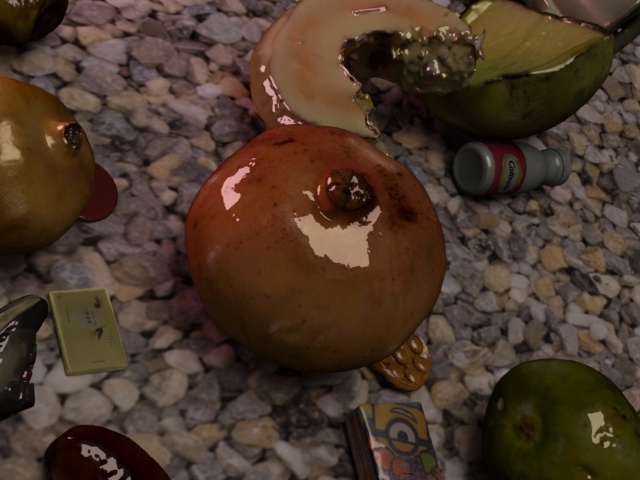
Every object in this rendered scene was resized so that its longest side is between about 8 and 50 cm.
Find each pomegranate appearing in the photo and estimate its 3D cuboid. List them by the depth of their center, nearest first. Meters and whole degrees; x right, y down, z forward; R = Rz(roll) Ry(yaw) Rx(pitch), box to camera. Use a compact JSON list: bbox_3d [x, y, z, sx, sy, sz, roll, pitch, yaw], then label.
[{"bbox_3d":[-0.379,-0.086,1.278,0.233,0.233,0.233,17,52,-23],"label":"pomegranate"},{"bbox_3d":[0.000,0.000,1.392,0.338,0.338,0.338,17,52,-23],"label":"pomegranate"}]

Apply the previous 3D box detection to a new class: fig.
[{"bbox_3d":[-0.425,-0.346,1.470,0.144,0.154,0.166,-90,168,-77],"label":"fig"},{"bbox_3d":[0.379,0.289,1.511,0.314,0.233,0.233,12,53,-20],"label":"fig"}]

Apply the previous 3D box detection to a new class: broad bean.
[{"bbox_3d":[-0.230,0.275,1.215,0.114,0.084,0.165,-37,90,-27],"label":"broad bean"}]

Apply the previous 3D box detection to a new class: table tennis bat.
[{"bbox_3d":[-0.336,-0.084,1.434,0.154,0.019,0.098,35,47,-12],"label":"table tennis bat"}]

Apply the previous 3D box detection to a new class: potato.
[{"bbox_3d":[0.309,-0.252,1.871,0.280,0.213,0.330,-31,35,-21],"label":"potato"}]

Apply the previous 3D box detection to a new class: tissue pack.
[{"bbox_3d":[0.099,0.291,1.436,0.108,0.060,0.148,3,60,-32],"label":"tissue pack"}]

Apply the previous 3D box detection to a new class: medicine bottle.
[{"bbox_3d":[0.331,-0.124,1.859,0.216,0.090,0.090,-4,62,-36],"label":"medicine bottle"}]

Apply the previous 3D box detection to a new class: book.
[{"bbox_3d":[-0.285,0.109,1.335,0.077,0.014,0.111,-3,62,-36],"label":"book"}]

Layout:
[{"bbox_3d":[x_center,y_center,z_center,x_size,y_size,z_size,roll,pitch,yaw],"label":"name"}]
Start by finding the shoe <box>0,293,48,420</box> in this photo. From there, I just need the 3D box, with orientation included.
[{"bbox_3d":[-0.366,0.158,1.200,0.112,0.099,0.227,48,50,-6],"label":"shoe"}]

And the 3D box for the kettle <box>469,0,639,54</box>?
[{"bbox_3d":[0.451,-0.529,2.155,0.361,0.250,0.377,-32,77,-14],"label":"kettle"}]

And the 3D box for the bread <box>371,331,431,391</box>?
[{"bbox_3d":[0.112,0.165,1.556,0.110,0.024,0.110,19,50,-24],"label":"bread"}]

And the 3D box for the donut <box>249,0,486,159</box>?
[{"bbox_3d":[0.049,-0.243,1.660,0.307,0.150,0.371,29,57,17],"label":"donut"}]
